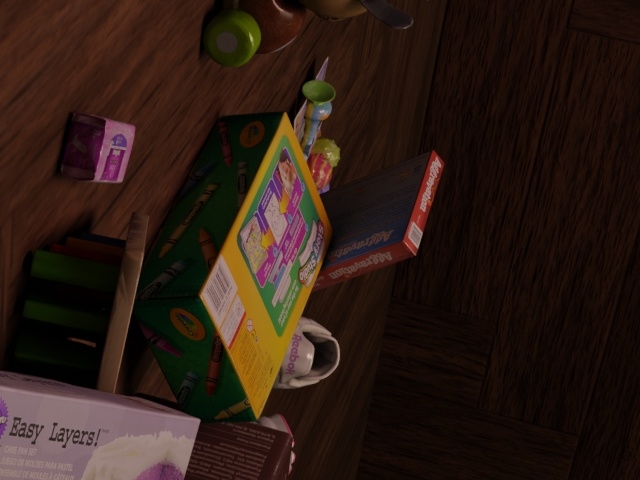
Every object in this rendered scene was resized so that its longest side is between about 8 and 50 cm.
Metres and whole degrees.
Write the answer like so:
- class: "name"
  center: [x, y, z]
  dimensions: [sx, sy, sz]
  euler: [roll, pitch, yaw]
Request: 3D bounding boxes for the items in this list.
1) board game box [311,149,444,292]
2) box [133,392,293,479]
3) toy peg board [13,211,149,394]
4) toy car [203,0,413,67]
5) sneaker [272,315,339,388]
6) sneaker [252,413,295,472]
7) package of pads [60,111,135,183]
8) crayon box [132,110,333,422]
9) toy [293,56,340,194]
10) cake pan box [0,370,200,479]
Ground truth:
- class: "board game box"
  center: [0.000, 0.000, 1.784]
  dimensions: [0.027, 0.281, 0.145]
  euler: [50, 40, -26]
- class: "box"
  center: [-0.138, 0.285, 1.578]
  dimensions: [0.203, 0.167, 0.168]
  euler: [-64, 166, -52]
- class: "toy peg board"
  center: [-0.187, 0.063, 1.269]
  dimensions: [0.160, 0.079, 0.161]
  euler: [-112, -145, -78]
- class: "toy car"
  center: [0.004, -0.234, 1.561]
  dimensions: [0.155, 0.188, 0.149]
  euler: [-61, 163, -58]
- class: "sneaker"
  center: [-0.049, 0.141, 1.969]
  dimensions: [0.305, 0.152, 0.114]
  euler: [24, 78, -83]
- class: "sneaker"
  center: [-0.136, 0.293, 1.886]
  dimensions: [0.252, 0.111, 0.103]
  euler: [-61, -145, 19]
- class: "package of pads"
  center: [-0.168, -0.069, 1.252]
  dimensions: [0.083, 0.032, 0.050]
  euler: [-6, 109, -81]
- class: "crayon box"
  center: [-0.080, 0.022, 1.618]
  dimensions: [0.278, 0.081, 0.165]
  euler: [-68, 146, -45]
- class: "toy"
  center: [-0.007, -0.106, 2.152]
  dimensions: [0.237, 0.056, 0.137]
  euler: [96, 14, -45]
- class: "cake pan box"
  center: [-0.206, 0.212, 1.091]
  dimensions: [0.267, 0.070, 0.245]
  euler: [23, 80, -58]
